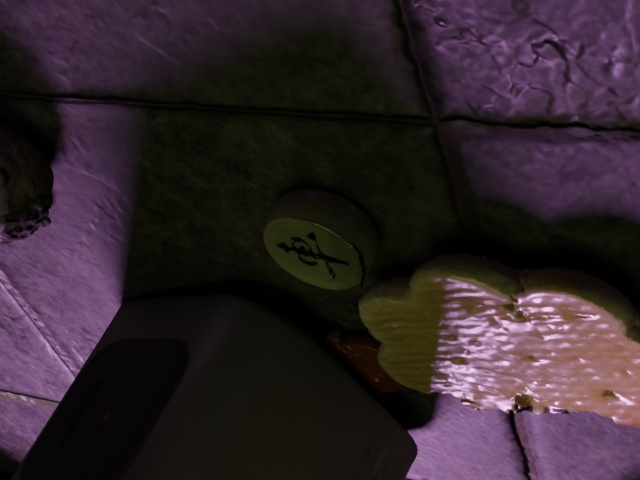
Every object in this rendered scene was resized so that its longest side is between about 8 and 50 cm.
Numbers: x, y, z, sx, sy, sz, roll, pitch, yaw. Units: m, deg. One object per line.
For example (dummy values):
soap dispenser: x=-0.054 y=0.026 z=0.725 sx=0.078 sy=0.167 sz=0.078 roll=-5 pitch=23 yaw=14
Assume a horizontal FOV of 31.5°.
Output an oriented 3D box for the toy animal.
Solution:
toy animal: x=-0.252 y=-0.028 z=0.875 sx=0.098 sy=0.098 sz=0.137 roll=13 pitch=145 yaw=19

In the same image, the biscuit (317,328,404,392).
biscuit: x=0.030 y=0.098 z=0.933 sx=0.091 sy=0.015 sz=0.078 roll=-9 pitch=132 yaw=45

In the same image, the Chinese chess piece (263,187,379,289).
Chinese chess piece: x=0.000 y=0.000 z=0.801 sx=0.084 sy=0.034 sz=0.084 roll=19 pitch=146 yaw=13

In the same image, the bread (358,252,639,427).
bread: x=0.147 y=0.070 z=0.796 sx=0.251 sy=0.039 sz=0.181 roll=8 pitch=143 yaw=26

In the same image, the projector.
projector: x=-0.101 y=0.218 z=0.962 sx=0.248 sy=0.249 sz=0.248 roll=-6 pitch=136 yaw=47
